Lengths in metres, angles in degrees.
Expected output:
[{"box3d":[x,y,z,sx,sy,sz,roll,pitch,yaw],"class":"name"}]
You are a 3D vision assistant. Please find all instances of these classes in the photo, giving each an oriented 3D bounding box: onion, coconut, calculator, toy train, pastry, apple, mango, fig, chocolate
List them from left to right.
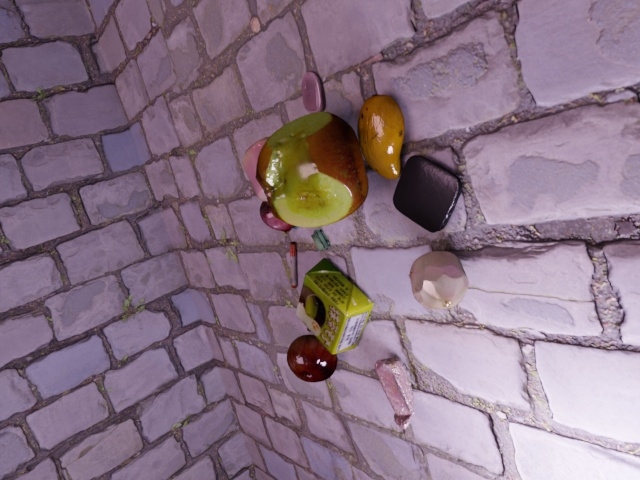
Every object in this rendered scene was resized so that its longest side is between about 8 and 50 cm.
[{"box3d":[-0.158,-0.257,1.805,0.233,0.233,0.245,-31,84,55],"class":"coconut"},{"box3d":[-0.162,-0.101,1.962,0.159,0.159,0.195,28,153,41],"class":"onion"},{"box3d":[-0.032,-0.215,1.496,0.384,0.374,0.374,-44,-70,-85],"class":"apple"},{"box3d":[-0.026,-0.499,1.648,0.103,0.024,0.165,14,120,48],"class":"calculator"},{"box3d":[-0.032,0.522,2.120,0.235,0.214,0.235,9,116,20],"class":"fig"},{"box3d":[0.000,0.000,1.897,0.093,0.038,0.056,60,147,8],"class":"toy train"},{"box3d":[0.041,0.275,1.920,0.289,0.137,0.300,42,139,29],"class":"chocolate"},{"box3d":[0.181,-0.304,1.423,0.157,0.109,0.262,15,123,43],"class":"mango"},{"box3d":[0.292,0.563,1.798,0.103,0.112,0.265,-12,93,46],"class":"pastry"},{"box3d":[0.344,0.124,1.390,0.171,0.183,0.170,2,126,3],"class":"coconut"}]

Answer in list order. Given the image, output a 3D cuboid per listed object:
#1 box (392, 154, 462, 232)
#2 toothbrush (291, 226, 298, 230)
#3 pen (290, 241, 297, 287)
[{"box3d":[0.312,-0.139,1.408,0.201,0.042,0.212,41,137,31],"class":"box"},{"box3d":[-0.050,-0.081,1.931,0.025,0.019,0.276,58,145,-3],"class":"toothbrush"},{"box3d":[-0.121,0.112,2.127,0.028,0.028,0.239,30,132,40],"class":"pen"}]
